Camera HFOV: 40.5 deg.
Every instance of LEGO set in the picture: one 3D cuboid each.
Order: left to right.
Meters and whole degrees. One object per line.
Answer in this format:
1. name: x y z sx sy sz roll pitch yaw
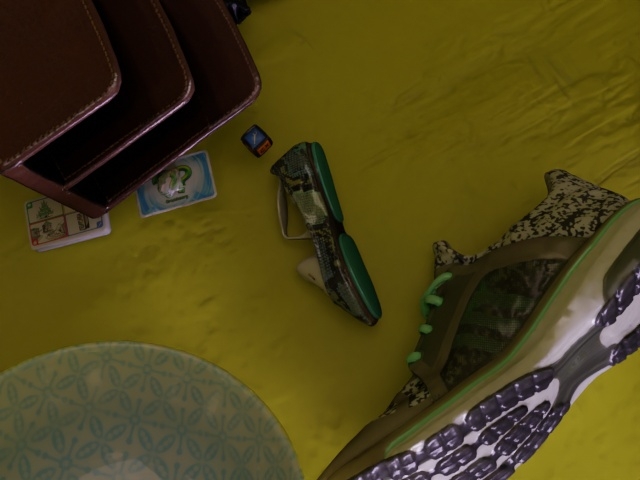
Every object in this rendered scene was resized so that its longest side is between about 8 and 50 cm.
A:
1. LEGO set: -0.173 -0.102 0.847 0.244 0.060 0.182 -16 75 4

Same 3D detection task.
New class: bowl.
1. bowl: -0.161 0.237 0.667 0.290 0.156 0.289 6 53 -8

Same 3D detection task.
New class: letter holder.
1. letter holder: -0.216 -0.211 0.766 0.214 0.152 0.301 -35 71 5

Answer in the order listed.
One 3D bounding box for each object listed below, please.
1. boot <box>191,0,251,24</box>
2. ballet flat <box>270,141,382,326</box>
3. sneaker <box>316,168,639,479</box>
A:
1. boot: -0.081 -0.247 0.863 0.121 0.045 0.099 -7 39 1
2. ballet flat: 0.000 0.000 0.817 0.070 0.070 0.188 -16 74 -8
3. sneaker: 0.144 0.084 0.782 0.410 0.158 0.182 -38 48 -11
